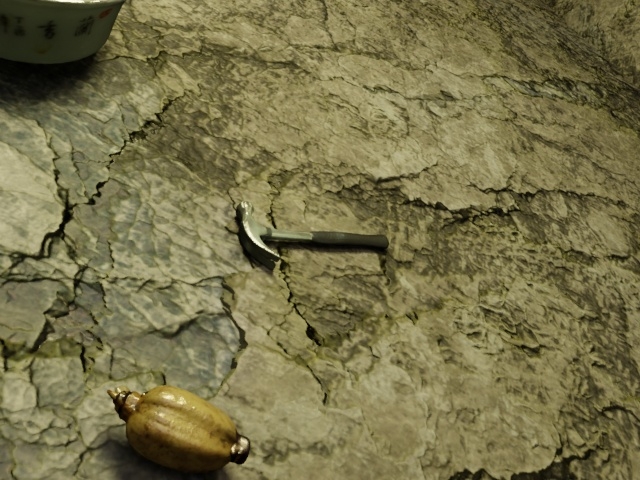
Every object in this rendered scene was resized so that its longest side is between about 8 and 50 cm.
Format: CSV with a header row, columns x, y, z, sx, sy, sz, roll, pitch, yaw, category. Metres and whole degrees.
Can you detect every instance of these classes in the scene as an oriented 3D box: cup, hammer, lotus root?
x,y,z,sx,sy,sz,roll,pitch,yaw,category
-0.441,-0.381,0.907,0.347,0.163,0.347,17,44,-17,cup
0.000,0.000,0.902,0.246,0.029,0.103,5,47,-29,hammer
-0.142,0.185,0.606,0.151,0.063,0.072,31,67,-11,lotus root
